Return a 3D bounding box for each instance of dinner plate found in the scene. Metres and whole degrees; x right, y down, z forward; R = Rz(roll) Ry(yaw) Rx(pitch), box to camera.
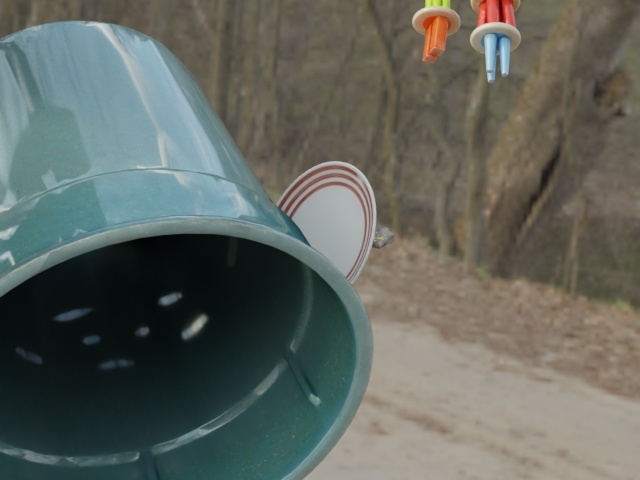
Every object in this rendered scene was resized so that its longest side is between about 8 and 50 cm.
[{"bbox_3d":[0.000,0.000,1.177,0.017,0.141,0.141,24,-7,-41],"label":"dinner plate"}]

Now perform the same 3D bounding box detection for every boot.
[{"bbox_3d":[0.013,-0.013,1.504,0.106,0.037,0.114,6,6,-40],"label":"boot"}]

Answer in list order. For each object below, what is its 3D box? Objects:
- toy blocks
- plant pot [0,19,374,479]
[{"bbox_3d":[0.153,-0.225,1.430,0.123,0.148,0.054,-15,-34,31],"label":"toy blocks"},{"bbox_3d":[-0.172,0.014,1.081,0.341,0.341,0.334,2,39,-24],"label":"plant pot"}]
